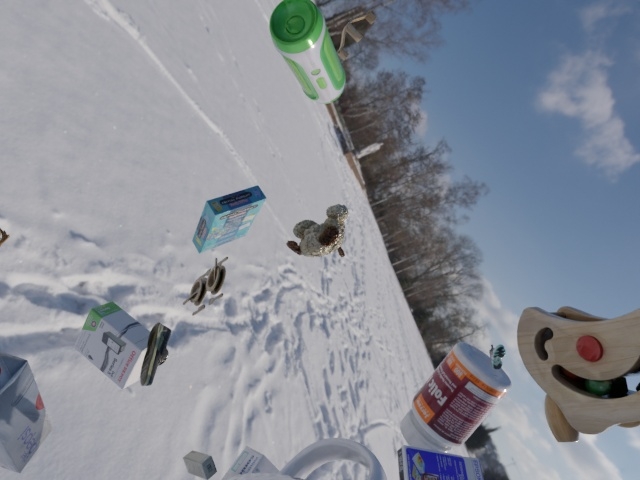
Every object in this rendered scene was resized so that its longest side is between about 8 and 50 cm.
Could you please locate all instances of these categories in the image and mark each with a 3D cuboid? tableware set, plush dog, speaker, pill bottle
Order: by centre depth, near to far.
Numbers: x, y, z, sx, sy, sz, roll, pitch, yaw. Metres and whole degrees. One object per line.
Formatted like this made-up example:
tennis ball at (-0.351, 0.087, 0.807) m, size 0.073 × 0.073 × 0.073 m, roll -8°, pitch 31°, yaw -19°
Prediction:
speaker at (-0.021, -0.443, 0.974) m, size 0.131 × 0.131 × 0.296 m, roll 68°, pitch 11°, yaw 10°
tableware set at (-0.332, 0.126, 1.155) m, size 0.039 × 0.194 × 0.128 m, roll 23°, pitch 52°, yaw -33°
pill bottle at (0.472, 0.584, 1.452) m, size 0.224 × 0.392 × 0.224 m, roll 30°, pitch 15°, yaw -9°
plush dog at (0.000, 0.000, 1.581) m, size 0.225 × 0.262 × 0.211 m, roll -30°, pitch 95°, yaw -59°

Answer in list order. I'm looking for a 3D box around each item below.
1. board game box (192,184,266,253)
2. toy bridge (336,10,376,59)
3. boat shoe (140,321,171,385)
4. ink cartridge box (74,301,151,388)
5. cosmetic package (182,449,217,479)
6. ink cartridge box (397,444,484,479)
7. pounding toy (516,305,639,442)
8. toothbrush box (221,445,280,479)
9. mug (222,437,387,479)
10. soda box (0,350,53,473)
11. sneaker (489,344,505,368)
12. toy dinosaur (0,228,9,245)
board game box at (-0.410, -0.091, 1.786) m, size 0.079 × 0.253 × 0.336 m, roll 56°, pitch -38°, yaw 12°
toy bridge at (0.106, -0.671, 1.301) m, size 0.063 × 0.188 × 0.026 m, roll 39°, pitch -12°, yaw -19°
boat shoe at (-0.555, 0.388, 1.377) m, size 0.073 × 0.080 × 0.224 m, roll 27°, pitch 39°, yaw -32°
ink cartridge box at (-0.785, 0.403, 1.563) m, size 0.272 × 0.199 × 0.114 m, roll 34°, pitch 15°, yaw 11°
cosmetic package at (-0.387, 0.718, 1.291) m, size 0.041 × 0.115 × 0.060 m, roll -23°, pitch 99°, yaw -49°
ink cartridge box at (0.281, 0.591, 0.907) m, size 0.206 × 0.208 × 0.045 m, roll -85°, pitch -167°, yaw -45°
pounding toy at (0.358, 0.135, 0.481) m, size 0.270 × 0.154 × 0.154 m, roll 118°, pitch -33°, yaw -49°
toothbrush box at (-0.199, 0.875, 1.328) m, size 0.216 × 0.126 × 0.296 m, roll -49°, pitch 113°, yaw -34°
mug at (-0.046, 0.446, 0.574) m, size 0.374 × 0.328 × 0.276 m, roll -40°, pitch 105°, yaw -39°
soda box at (-0.587, 0.318, 0.742) m, size 0.098 × 0.091 × 0.286 m, roll -71°, pitch -179°, yaw -51°
sneaker at (0.555, 0.351, 1.277) m, size 0.069 × 0.038 × 0.098 m, roll -80°, pitch 170°, yaw -59°
toy dinosaur at (-0.804, 0.021, 0.953) m, size 0.112 × 0.064 × 0.212 m, roll -52°, pitch 170°, yaw -42°
